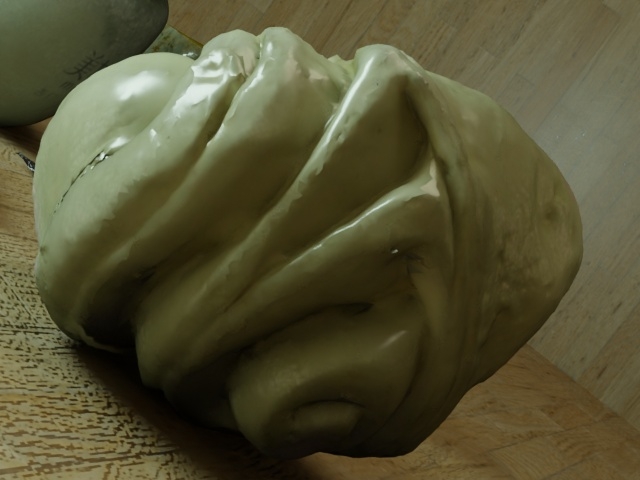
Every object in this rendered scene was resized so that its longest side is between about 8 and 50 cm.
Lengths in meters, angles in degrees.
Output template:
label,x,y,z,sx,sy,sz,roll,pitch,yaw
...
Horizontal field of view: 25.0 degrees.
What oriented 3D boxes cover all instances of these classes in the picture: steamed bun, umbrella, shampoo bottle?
label,x,y,z,sx,sy,sz,roll,pitch,yaw
steamed bun,-0.020,0.027,0.975,0.339,0.247,0.352,-6,-22,36
umbrella,-0.244,-0.048,1.345,0.122,0.013,0.022,40,1,18
shampoo bottle,-0.311,-0.291,1.471,0.322,0.317,0.322,43,12,-11

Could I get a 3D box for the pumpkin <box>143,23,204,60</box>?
label,x,y,z,sx,sy,sz,roll,pitch,yaw
pumpkin,-0.158,-0.170,1.950,0.332,0.199,0.332,38,3,-2
